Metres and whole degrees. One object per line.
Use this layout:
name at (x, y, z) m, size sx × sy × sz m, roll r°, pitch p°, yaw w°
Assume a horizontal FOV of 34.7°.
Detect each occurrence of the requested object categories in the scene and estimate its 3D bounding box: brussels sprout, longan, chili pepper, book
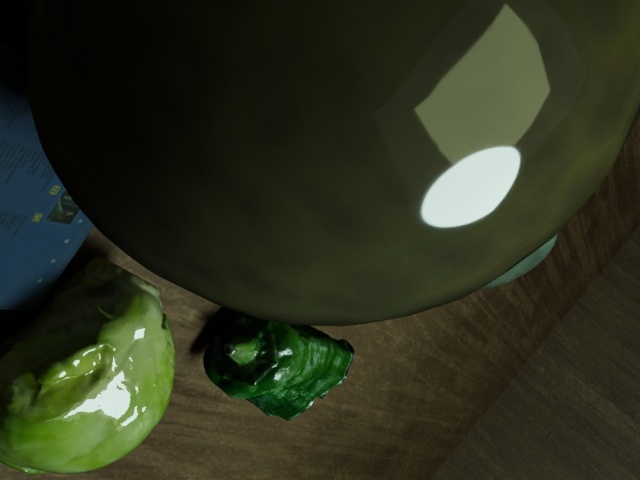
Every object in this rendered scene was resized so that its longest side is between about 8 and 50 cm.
brussels sprout at (-0.195, 0.110, 0.834) m, size 0.183 × 0.131 × 0.145 m, roll -43°, pitch 134°, yaw -19°
longan at (0.013, -0.135, 0.583) m, size 0.404 × 0.336 × 0.405 m, roll -7°, pitch 133°, yaw -7°
chili pepper at (-0.053, 0.139, 1.166) m, size 0.136 × 0.099 × 0.270 m, roll -17°, pitch 159°, yaw 11°
book at (-0.230, -0.037, 0.666) m, size 0.191 × 0.025 × 0.269 m, roll -54°, pitch 157°, yaw 11°

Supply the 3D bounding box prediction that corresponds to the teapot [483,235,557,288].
teapot at (0.213, -0.020, 1.347) m, size 0.193 × 0.130 × 0.294 m, roll -11°, pitch 152°, yaw -15°
